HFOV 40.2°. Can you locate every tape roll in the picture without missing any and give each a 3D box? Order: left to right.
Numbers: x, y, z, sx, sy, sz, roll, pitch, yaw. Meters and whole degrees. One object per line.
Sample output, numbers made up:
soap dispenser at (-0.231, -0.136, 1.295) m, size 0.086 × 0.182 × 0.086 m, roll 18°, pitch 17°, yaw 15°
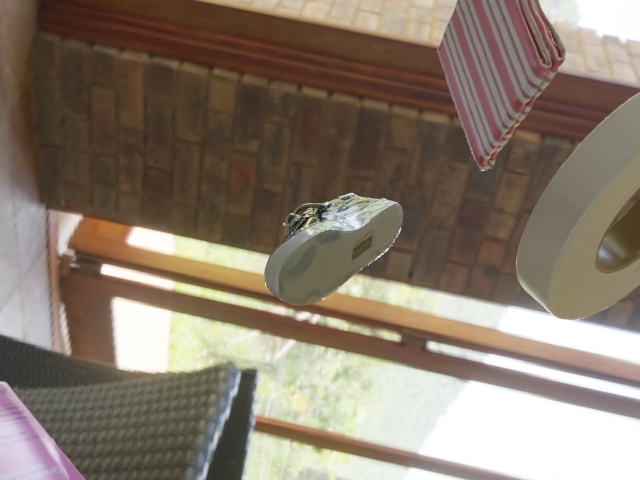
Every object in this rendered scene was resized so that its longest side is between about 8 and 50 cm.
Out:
tape roll at (0.444, -0.052, 1.247) m, size 0.392 × 0.072 × 0.392 m, roll -28°, pitch 144°, yaw -22°

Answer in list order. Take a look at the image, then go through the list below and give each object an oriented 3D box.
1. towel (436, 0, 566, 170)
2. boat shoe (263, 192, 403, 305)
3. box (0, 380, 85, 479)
towel at (0.158, -0.166, 0.788) m, size 0.197 × 0.029 × 0.144 m, roll 108°, pitch -30°, yaw -67°
boat shoe at (0.001, -0.004, 1.236) m, size 0.306 × 0.105 × 0.113 m, roll -34°, pitch 136°, yaw -48°
box at (-0.255, 0.264, 0.624) m, size 0.213 × 0.243 × 0.117 m, roll -45°, pitch 168°, yaw 6°
